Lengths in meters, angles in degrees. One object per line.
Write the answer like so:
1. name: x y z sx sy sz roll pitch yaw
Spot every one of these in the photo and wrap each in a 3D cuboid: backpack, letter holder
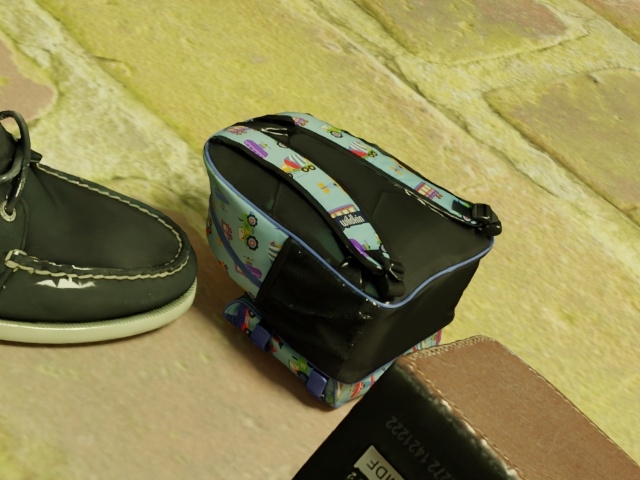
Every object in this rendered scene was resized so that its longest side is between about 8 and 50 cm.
1. backpack: 0.000 0.000 0.944 0.173 0.117 0.158 37 34 18
2. letter holder: 0.133 0.195 0.654 0.302 0.152 0.214 45 20 17

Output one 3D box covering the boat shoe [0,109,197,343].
1. boat shoe: -0.221 -0.034 0.850 0.340 0.113 0.127 15 33 -15
